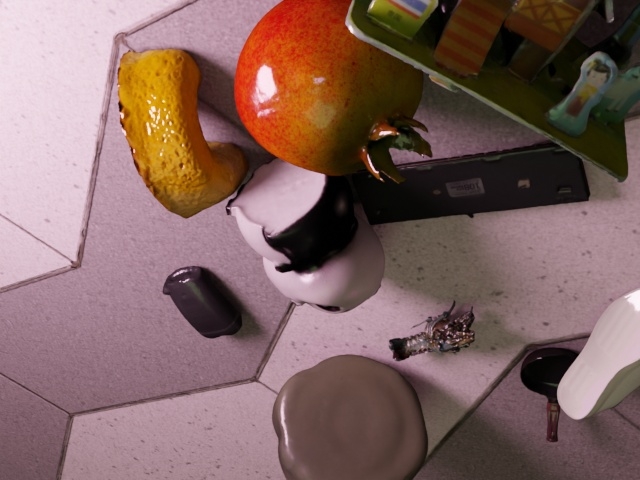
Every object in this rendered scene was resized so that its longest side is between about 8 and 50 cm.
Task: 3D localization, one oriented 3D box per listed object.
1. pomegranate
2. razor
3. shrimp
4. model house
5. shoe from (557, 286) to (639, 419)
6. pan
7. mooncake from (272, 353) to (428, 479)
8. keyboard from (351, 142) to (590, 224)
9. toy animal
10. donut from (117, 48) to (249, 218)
[{"bbox_3d":[0.024,-0.172,1.049,0.257,0.220,0.221,46,140,17],"label":"pomegranate"},{"bbox_3d":[-0.203,0.109,1.557,0.090,0.054,0.148,-14,129,26],"label":"razor"},{"bbox_3d":[0.190,0.150,1.468,0.174,0.076,0.082,-24,83,42],"label":"shrimp"},{"bbox_3d":[0.255,-0.277,0.863,0.357,0.243,0.313,29,134,-9],"label":"model house"},{"bbox_3d":[0.466,0.166,1.366,0.110,0.095,0.265,2,133,-38],"label":"shoe"},{"bbox_3d":[0.392,0.255,1.505,0.114,0.040,0.212,3,128,16],"label":"pan"},{"bbox_3d":[0.047,0.331,1.552,0.274,0.275,0.135,22,154,-3],"label":"mooncake"},{"bbox_3d":[0.203,-0.076,1.241,0.316,0.027,0.106,-6,129,25],"label":"keyboard"},{"bbox_3d":[-0.007,0.003,1.288,0.187,0.165,0.235,35,158,49],"label":"toy animal"},{"bbox_3d":[-0.190,-0.125,1.236,0.101,0.152,0.259,-10,133,18],"label":"donut"}]
